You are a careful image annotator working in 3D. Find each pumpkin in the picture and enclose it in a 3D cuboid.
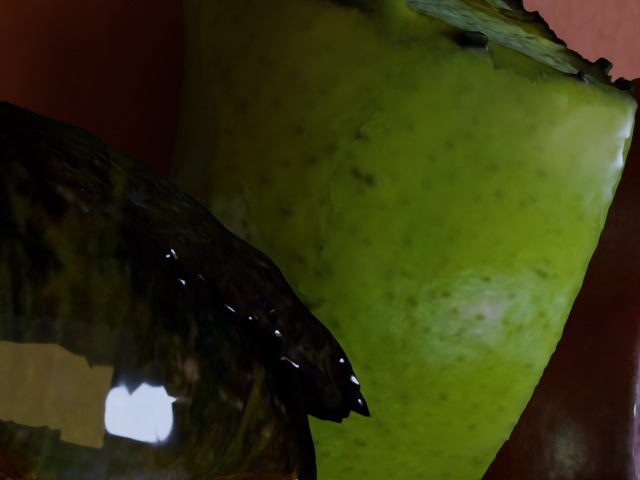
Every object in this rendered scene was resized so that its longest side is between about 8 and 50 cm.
[{"bbox_3d":[-0.147,0.101,0.611,0.320,0.192,0.321,-9,110,-25],"label":"pumpkin"}]

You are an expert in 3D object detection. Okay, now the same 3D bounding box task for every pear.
[{"bbox_3d":[0.000,0.000,0.803,0.159,0.292,0.292,12,80,-8],"label":"pear"}]

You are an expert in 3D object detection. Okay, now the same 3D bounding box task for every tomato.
[{"bbox_3d":[0.142,0.076,0.958,0.338,0.143,0.338,-18,110,-61],"label":"tomato"}]
